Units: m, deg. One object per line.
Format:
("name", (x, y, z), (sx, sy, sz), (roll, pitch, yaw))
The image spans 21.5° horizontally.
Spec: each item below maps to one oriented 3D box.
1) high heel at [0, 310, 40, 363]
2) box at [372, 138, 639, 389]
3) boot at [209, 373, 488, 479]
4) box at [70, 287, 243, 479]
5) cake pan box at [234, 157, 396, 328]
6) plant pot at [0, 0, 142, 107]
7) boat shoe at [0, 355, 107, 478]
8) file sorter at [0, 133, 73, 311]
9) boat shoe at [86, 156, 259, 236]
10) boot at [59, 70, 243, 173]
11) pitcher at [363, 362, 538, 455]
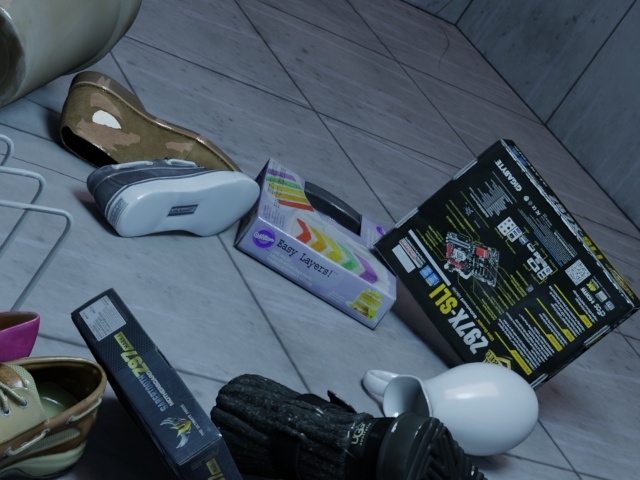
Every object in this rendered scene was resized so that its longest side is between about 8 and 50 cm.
("high heel", (-0.396, 0.092, 1.642), (0.244, 0.117, 0.082), (21, 24, -33))
("box", (0.274, 0.049, 2.484), (0.322, 0.257, 0.079), (52, 18, 11))
("boot", (0.044, 0.278, 1.890), (0.260, 0.131, 0.348), (6, -38, 31))
("box", (-0.161, 0.183, 1.753), (0.233, 0.059, 0.183), (50, -12, 34))
("cake pan box", (0.000, 0.000, 2.547), (0.246, 0.070, 0.267), (34, 20, -9))
("plant pot", (-0.435, -0.325, 2.312), (0.323, 0.323, 0.280), (32, 36, -7))
("boat shoe", (-0.320, 0.164, 1.593), (0.122, 0.120, 0.324), (41, 21, 18))
("file sorter", (-0.425, -0.049, 1.814), (0.278, 0.193, 0.173), (46, 20, 29))
("boat shoe", (-0.205, -0.070, 2.341), (0.102, 0.108, 0.301), (46, 30, 24))
("boot", (-0.244, -0.114, 2.425), (0.305, 0.112, 0.115), (31, 50, -22))
("pitcher", (0.175, 0.216, 2.277), (0.207, 0.125, 0.178), (5, 18, -35))
